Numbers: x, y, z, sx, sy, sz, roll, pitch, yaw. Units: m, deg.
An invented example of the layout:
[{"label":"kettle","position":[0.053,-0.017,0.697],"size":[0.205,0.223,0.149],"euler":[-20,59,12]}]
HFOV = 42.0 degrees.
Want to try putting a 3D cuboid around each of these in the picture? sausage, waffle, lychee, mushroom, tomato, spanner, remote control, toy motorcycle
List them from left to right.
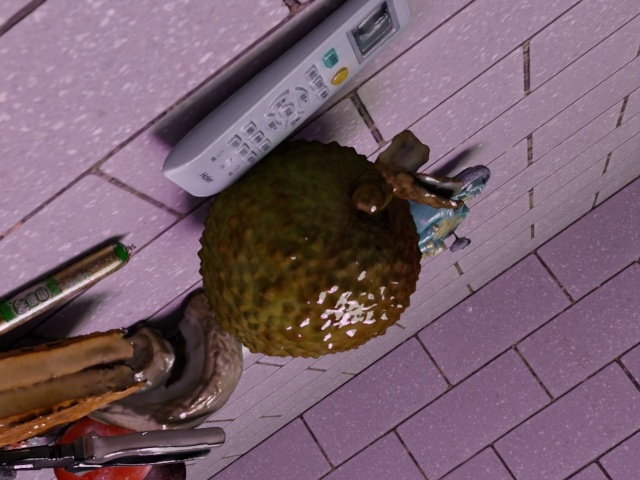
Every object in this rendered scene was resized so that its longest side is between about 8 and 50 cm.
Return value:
[{"label":"waffle","position":[-0.385,0.192,0.977],"size":[0.213,0.091,0.308],"euler":[-29,168,31]},{"label":"sausage","position":[-0.325,0.071,0.922],"size":[0.269,0.033,0.033],"euler":[-30,163,-14]},{"label":"tomato","position":[-0.377,0.375,1.467],"size":[0.187,0.151,0.187],"euler":[-31,158,-14]},{"label":"spanner","position":[-0.291,0.292,1.150],"size":[0.325,0.040,0.095],"euler":[3,148,-30]},{"label":"mushroom","position":[-0.232,0.217,1.275],"size":[0.267,0.164,0.189],"euler":[-30,162,-14]},{"label":"remote control","position":[-0.033,-0.153,0.831],"size":[0.293,0.051,0.103],"euler":[-39,164,3]},{"label":"lychee","position":[-0.006,0.007,0.958],"size":[0.270,0.270,0.320],"euler":[-25,155,-28]},{"label":"toy motorcycle","position":[0.188,-0.023,1.510],"size":[0.198,0.109,0.296],"euler":[-22,158,-29]}]

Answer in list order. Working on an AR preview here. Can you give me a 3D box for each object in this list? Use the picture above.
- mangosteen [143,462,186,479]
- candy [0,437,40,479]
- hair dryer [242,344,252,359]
[{"label":"mangosteen","position":[-0.341,0.429,1.658],"size":[0.217,0.192,0.192],"euler":[-57,165,-7]},{"label":"candy","position":[-0.564,0.398,1.327],"size":[0.292,0.059,0.086],"euler":[-37,164,11]},{"label":"hair dryer","position":[-0.129,0.189,1.562],"size":[0.131,0.073,0.236],"euler":[-30,165,-19]}]
